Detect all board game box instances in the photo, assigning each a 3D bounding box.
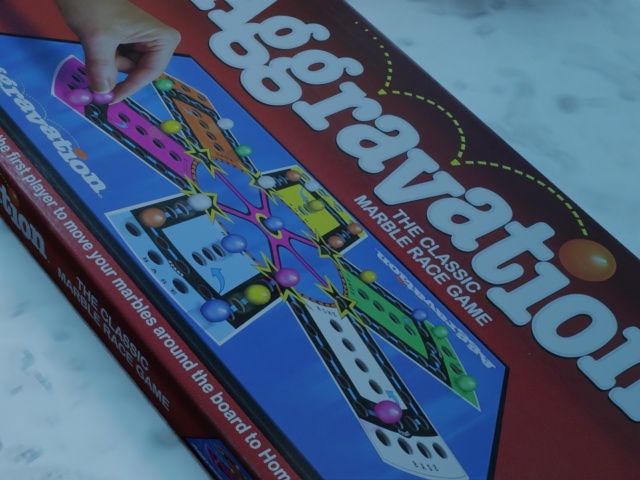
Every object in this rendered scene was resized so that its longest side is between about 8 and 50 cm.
[{"bbox_3d":[0.000,0.000,0.430,0.145,0.027,0.281,-25,55,-30],"label":"board game box"}]
